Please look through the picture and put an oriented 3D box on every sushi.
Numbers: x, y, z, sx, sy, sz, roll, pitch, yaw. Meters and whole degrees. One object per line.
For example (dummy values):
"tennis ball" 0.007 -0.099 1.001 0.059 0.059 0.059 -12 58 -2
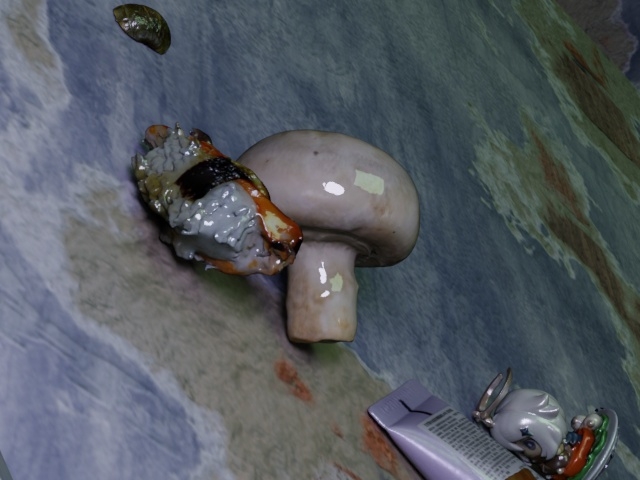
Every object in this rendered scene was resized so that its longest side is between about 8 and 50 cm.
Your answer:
"sushi" -0.111 -0.035 1.537 0.103 0.097 0.226 19 20 -48

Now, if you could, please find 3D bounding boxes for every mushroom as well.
"mushroom" -0.005 -0.013 1.647 0.206 0.209 0.206 23 14 -6

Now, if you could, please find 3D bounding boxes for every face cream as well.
"face cream" 0.170 0.253 1.710 0.274 0.096 0.154 44 23 11

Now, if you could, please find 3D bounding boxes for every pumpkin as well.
"pumpkin" -0.185 -0.232 1.766 0.083 0.028 0.050 13 48 -52

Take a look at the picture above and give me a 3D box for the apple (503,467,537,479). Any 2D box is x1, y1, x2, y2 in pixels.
"apple" 0.135 0.322 1.475 0.179 0.254 0.346 16 8 23

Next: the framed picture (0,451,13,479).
"framed picture" -0.296 0.126 1.046 0.252 0.014 0.197 9 49 -60

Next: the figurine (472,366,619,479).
"figurine" 0.250 0.211 1.896 0.154 0.132 0.132 34 26 -9
